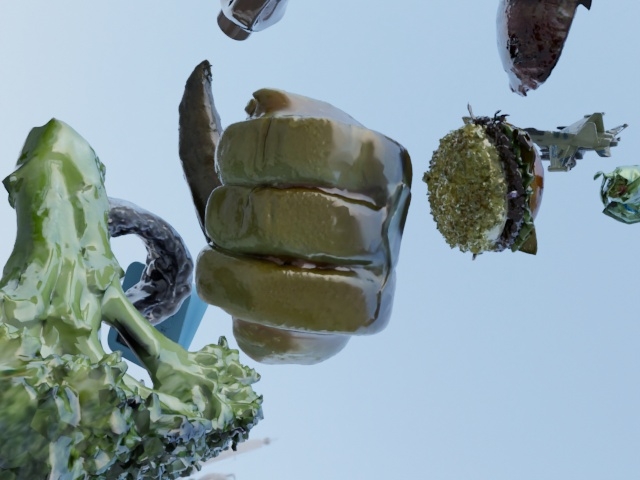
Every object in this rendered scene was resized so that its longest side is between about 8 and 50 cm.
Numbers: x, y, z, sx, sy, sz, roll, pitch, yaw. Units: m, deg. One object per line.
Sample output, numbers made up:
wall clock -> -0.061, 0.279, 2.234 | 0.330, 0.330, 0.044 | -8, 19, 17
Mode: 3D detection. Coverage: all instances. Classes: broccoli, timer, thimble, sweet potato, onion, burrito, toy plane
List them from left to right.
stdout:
broccoli -> -0.274, 0.061, 0.577 | 0.274, 0.353, 0.397 | -26, -99, 13
thimble -> -0.353, 0.039, 1.179 | 0.157, 0.217, 0.246 | 17, -40, 48
timer -> -0.429, 0.202, 1.667 | 0.231, 0.091, 0.250 | 18, -97, 26
sweet potato -> -0.175, -0.100, 1.169 | 0.130, 0.130, 0.423 | -11, -79, 40
onion -> 0.421, -0.444, 1.337 | 0.146, 0.314, 0.280 | 16, -70, -4
toy plane -> 0.457, -0.192, 1.284 | 0.262, 0.192, 0.088 | 1, -49, 51
burrito -> 0.507, -0.069, 1.016 | 0.054, 0.288, 0.104 | 51, -54, 37

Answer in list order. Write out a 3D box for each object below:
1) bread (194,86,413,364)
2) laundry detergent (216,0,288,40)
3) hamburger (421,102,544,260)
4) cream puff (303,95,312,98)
bread -> 0.000, 0.000, 0.840 | 0.210, 0.300, 0.341 | 8, -101, 38
laundry detergent -> -0.037, -0.239, 0.546 | 0.237, 0.076, 0.171 | -39, -155, 46
hamburger -> 0.258, -0.094, 1.065 | 0.243, 0.138, 0.262 | -140, -135, -69
cream puff -> -0.046, -0.293, 1.593 | 0.084, 0.149, 0.149 | 111, -40, -59
